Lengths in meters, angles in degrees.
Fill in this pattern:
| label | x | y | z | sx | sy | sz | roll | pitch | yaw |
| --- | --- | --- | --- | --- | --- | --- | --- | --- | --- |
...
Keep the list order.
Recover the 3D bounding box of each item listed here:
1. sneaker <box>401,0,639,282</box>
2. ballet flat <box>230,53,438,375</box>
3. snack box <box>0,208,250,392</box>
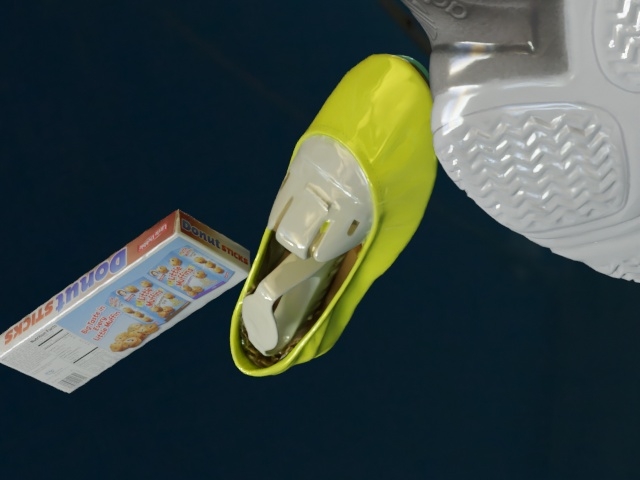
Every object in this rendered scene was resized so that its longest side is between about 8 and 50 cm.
| label | x | y | z | sx | sy | sz | roll | pitch | yaw |
| --- | --- | --- | --- | --- | --- | --- | --- | --- | --- |
| sneaker | 0.060 | -0.113 | 0.443 | 0.101 | 0.268 | 0.153 | -28 | -148 | 34 |
| ballet flat | 0.000 | 0.000 | 0.786 | 0.077 | 0.231 | 0.077 | 43 | -130 | 17 |
| snack box | -0.130 | 0.043 | 0.936 | 0.178 | 0.064 | 0.022 | -33 | -137 | 29 |
